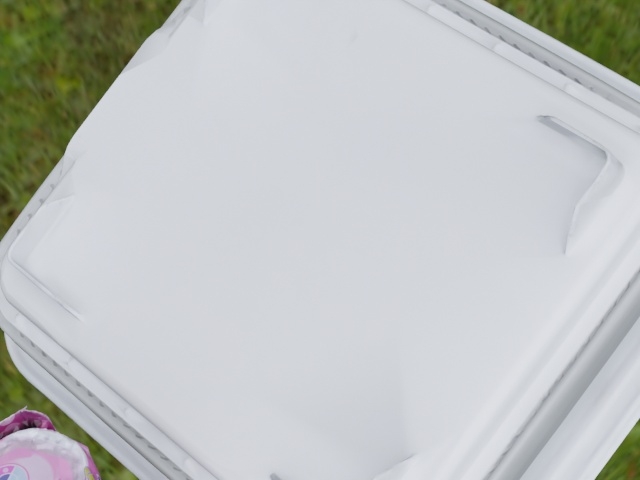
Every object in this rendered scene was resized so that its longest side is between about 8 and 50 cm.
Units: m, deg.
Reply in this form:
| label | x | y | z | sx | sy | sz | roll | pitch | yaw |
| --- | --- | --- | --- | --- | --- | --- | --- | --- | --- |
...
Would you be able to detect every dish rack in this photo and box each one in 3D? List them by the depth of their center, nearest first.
| label | x | y | z | sx | sy | sz | roll | pitch | yaw |
| --- | --- | --- | --- | --- | --- | --- | --- | --- | --- |
| dish rack | 0.000 | 0.000 | 0.893 | 0.333 | 0.072 | 0.285 | 35 | 88 | 37 |

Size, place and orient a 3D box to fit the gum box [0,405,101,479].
| label | x | y | z | sx | sy | sz | roll | pitch | yaw |
| --- | --- | --- | --- | --- | --- | --- | --- | --- | --- |
| gum box | -0.161 | 0.166 | 0.822 | 0.188 | 0.107 | 0.062 | -36 | 48 | -17 |
